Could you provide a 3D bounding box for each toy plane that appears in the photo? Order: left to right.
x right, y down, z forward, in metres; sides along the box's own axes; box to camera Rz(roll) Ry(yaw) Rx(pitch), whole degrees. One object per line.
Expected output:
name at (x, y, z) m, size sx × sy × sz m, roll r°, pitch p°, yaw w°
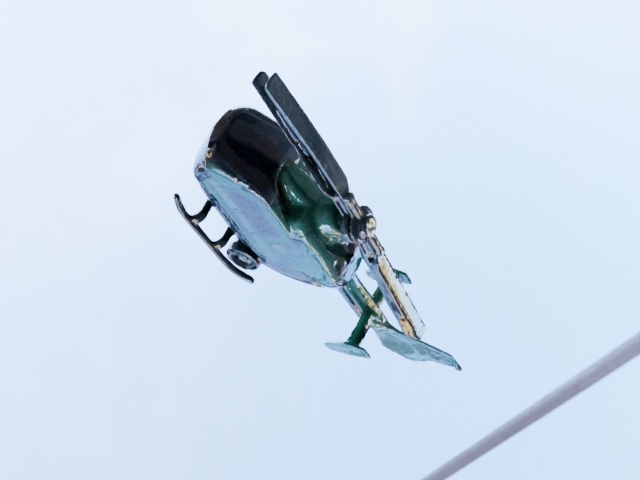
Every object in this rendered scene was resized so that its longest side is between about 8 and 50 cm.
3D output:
toy plane at (0.000, 0.000, 0.473) m, size 0.235 × 0.096 × 0.060 m, roll 54°, pitch -129°, yaw -40°
